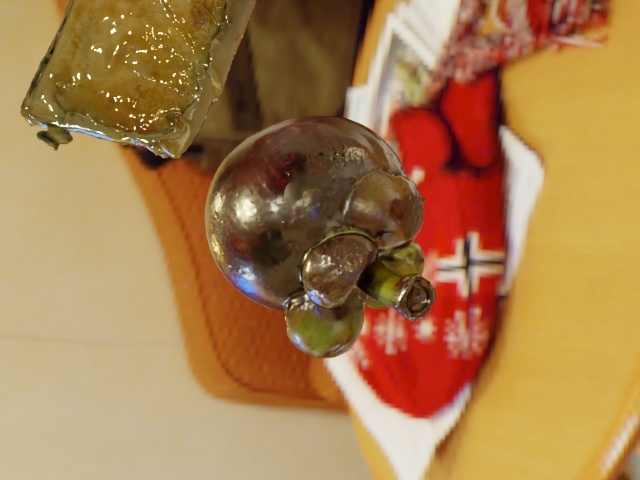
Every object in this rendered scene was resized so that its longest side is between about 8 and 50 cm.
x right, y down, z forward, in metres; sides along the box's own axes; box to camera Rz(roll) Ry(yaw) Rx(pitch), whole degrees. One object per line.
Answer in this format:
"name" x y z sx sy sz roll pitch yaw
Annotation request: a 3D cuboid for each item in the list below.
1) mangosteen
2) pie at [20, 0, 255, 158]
"mangosteen" -0.005 -0.004 1.172 0.172 0.173 0.184 133 134 -57
"pie" -0.093 -0.178 0.972 0.068 0.129 0.282 61 -132 -70
